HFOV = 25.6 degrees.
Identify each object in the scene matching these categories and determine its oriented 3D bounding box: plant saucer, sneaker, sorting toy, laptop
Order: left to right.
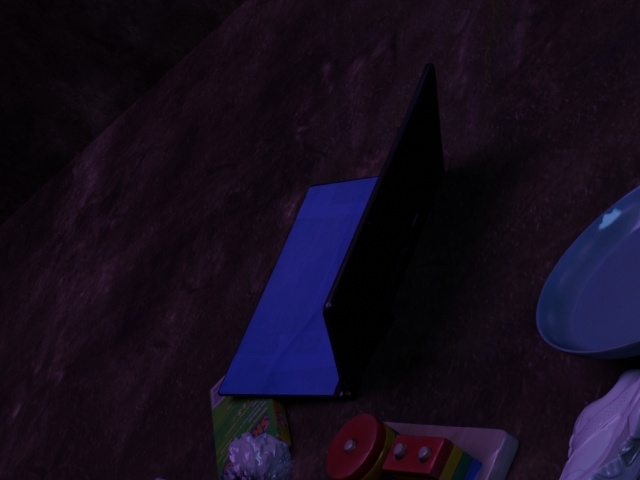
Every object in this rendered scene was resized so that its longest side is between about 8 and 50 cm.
[{"bbox_3d":[0.000,0.000,1.930,0.236,0.408,0.381,15,63,16],"label":"laptop"},{"bbox_3d":[0.067,0.312,1.591,0.255,0.089,0.257,-8,51,57],"label":"sorting toy"},{"bbox_3d":[0.276,0.221,1.369,0.232,0.090,0.115,-49,17,-12],"label":"sneaker"},{"bbox_3d":[0.363,0.015,1.440,0.318,0.043,0.317,-37,17,13],"label":"plant saucer"}]

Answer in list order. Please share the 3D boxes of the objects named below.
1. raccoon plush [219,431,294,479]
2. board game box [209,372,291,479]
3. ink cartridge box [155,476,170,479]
[{"bbox_3d":[-0.097,0.439,1.486,0.299,0.216,0.446,10,88,58],"label":"raccoon plush"},{"bbox_3d":[-0.103,0.259,2.021,0.124,0.039,0.259,-46,24,18],"label":"board game box"},{"bbox_3d":[-0.177,0.399,1.894,0.175,0.072,0.127,1,73,61],"label":"ink cartridge box"}]
